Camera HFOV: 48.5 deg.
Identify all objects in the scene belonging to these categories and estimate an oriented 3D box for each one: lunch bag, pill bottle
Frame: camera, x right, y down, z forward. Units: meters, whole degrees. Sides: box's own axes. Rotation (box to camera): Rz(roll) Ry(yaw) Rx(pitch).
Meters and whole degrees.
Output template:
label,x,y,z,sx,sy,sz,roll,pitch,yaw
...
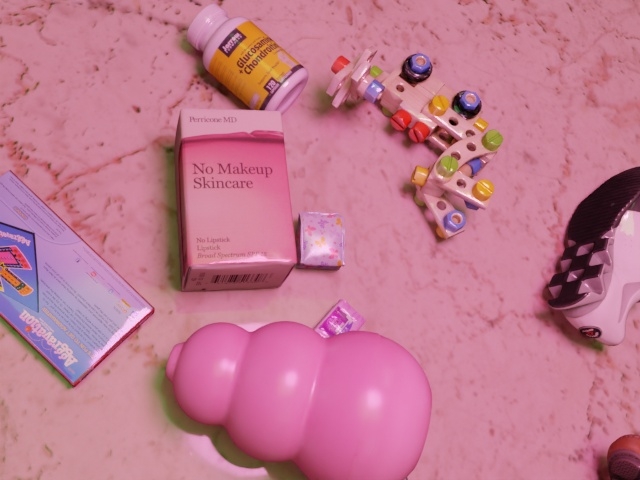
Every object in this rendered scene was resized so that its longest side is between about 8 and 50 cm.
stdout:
label,x,y,z,sx,sy,sz,roll,pitch,yaw
lunch bag,0.000,0.000,1.061,0.071,0.053,0.083,2,79,-12
pill bottle,-0.116,-0.280,1.105,0.184,0.103,0.103,41,65,2

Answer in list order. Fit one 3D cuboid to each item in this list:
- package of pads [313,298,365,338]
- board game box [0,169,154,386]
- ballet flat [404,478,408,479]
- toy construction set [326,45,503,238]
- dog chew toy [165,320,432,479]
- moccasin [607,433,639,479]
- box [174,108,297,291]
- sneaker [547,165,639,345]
label,x,y,z,sx,sy,sz,roll,pitch,yaw
package of pads,0.021,0.131,1.028,0.050,0.032,0.083,43,65,2
board game box,-0.375,0.047,0.955,0.281,0.027,0.145,43,64,3
ballet flat,0.048,0.367,0.930,0.070,0.070,0.188,42,65,3
toy construction set,0.152,-0.180,1.127,0.327,0.151,0.215,44,65,-8
dog chew toy,-0.033,0.197,0.906,0.331,0.207,0.207,15,67,-1
moccasin,0.581,0.396,1.025,0.380,0.139,0.147,33,59,1
box,-0.125,-0.055,1.006,0.148,0.127,0.233,-2,71,-15
sneaker,0.483,0.025,1.161,0.146,0.122,0.331,42,63,-17
